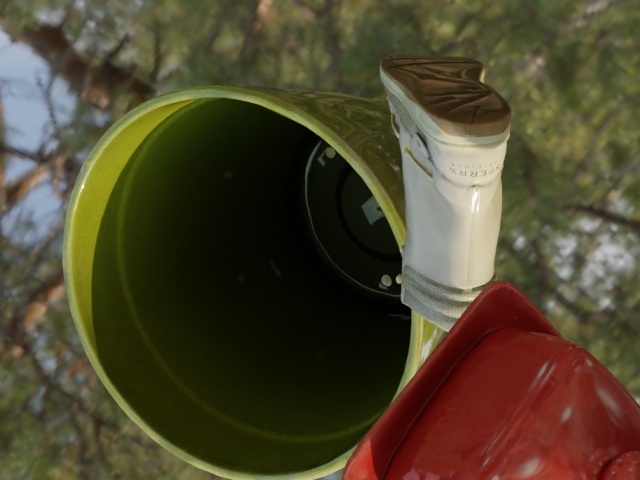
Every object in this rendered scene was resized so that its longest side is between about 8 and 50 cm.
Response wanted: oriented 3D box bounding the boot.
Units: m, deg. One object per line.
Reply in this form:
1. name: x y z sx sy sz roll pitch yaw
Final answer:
1. boot: 0.085 -0.041 0.980 0.077 0.165 0.213 -3 -158 -6

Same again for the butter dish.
1. butter dish: 0.121 0.121 0.695 0.160 0.118 0.160 50 -116 -18

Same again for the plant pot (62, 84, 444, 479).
1. plant pot: 0.000 0.000 1.357 0.366 0.366 0.353 43 -150 10
